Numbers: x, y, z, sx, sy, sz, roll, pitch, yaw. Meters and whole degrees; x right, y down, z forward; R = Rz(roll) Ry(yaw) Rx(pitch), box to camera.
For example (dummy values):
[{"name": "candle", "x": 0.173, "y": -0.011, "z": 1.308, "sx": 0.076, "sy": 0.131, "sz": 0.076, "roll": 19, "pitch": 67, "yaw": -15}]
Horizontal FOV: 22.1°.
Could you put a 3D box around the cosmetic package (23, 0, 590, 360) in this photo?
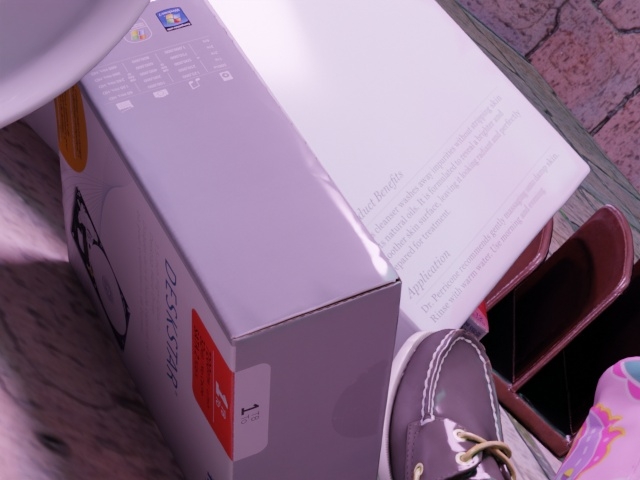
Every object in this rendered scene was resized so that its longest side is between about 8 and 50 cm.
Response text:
[{"name": "cosmetic package", "x": -0.039, "y": -0.098, "z": 1.057, "sx": 0.385, "sy": 0.156, "sz": 0.217, "roll": 47, "pitch": 51, "yaw": -1}]

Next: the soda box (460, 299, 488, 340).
[{"name": "soda box", "x": 0.000, "y": 0.000, "z": 1.213, "sx": 0.263, "sy": 0.092, "sz": 0.083, "roll": 41, "pitch": 17, "yaw": -11}]

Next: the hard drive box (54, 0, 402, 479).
[{"name": "hard drive box", "x": -0.055, "y": 0.014, "z": 0.849, "sx": 0.232, "sy": 0.089, "sz": 0.181, "roll": 55, "pitch": -26, "yaw": 37}]

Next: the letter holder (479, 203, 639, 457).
[{"name": "letter holder", "x": 0.247, "y": 0.034, "z": 1.544, "sx": 0.152, "sy": 0.214, "sz": 0.302, "roll": 44, "pitch": 15, "yaw": -5}]

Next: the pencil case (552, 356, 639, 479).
[{"name": "pencil case", "x": 0.137, "y": 0.184, "z": 0.765, "sx": 0.124, "sy": 0.124, "sz": 0.284, "roll": 42, "pitch": 53, "yaw": -9}]

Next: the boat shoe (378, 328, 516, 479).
[{"name": "boat shoe", "x": 0.075, "y": 0.144, "z": 0.872, "sx": 0.081, "sy": 0.069, "sz": 0.227, "roll": 27, "pitch": 53, "yaw": -31}]

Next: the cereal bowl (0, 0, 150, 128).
[{"name": "cereal bowl", "x": -0.227, "y": -0.211, "z": 0.769, "sx": 0.339, "sy": 0.339, "sz": 0.141, "roll": 39, "pitch": -5, "yaw": -22}]
